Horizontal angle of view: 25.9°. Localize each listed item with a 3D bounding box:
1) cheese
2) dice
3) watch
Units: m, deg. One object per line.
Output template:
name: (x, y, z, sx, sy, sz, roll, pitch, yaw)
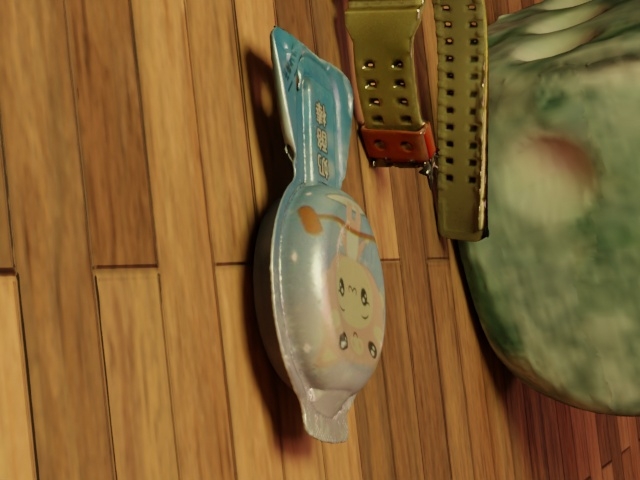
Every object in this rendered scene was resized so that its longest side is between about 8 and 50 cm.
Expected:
cheese: (0.000, 0.000, 0.846, 0.135, 0.052, 0.244, 27, 58, -63)
dice: (0.311, -0.062, 1.255, 0.328, 0.330, 0.348, -53, 133, -60)
watch: (0.080, -0.114, 1.050, 0.165, 0.102, 0.268, -28, 118, -59)
